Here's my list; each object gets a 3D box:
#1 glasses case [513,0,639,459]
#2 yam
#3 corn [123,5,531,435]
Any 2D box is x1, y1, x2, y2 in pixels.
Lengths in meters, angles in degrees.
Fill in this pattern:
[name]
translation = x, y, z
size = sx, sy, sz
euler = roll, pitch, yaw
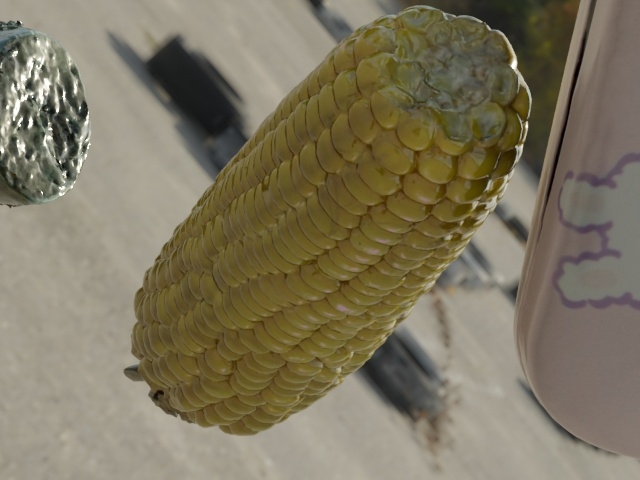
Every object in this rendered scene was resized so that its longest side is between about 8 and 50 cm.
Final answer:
[glasses case]
translation = 0.147, -0.063, 0.637
size = 0.113, 0.297, 0.075
euler = 10, 12, -5
[yam]
translation = -0.193, -0.064, 0.922
size = 0.183, 0.107, 0.107
euler = 7, -26, 42
[corn]
translation = 0.000, 0.000, 0.767
size = 0.106, 0.106, 0.305
euler = 51, -33, 5
